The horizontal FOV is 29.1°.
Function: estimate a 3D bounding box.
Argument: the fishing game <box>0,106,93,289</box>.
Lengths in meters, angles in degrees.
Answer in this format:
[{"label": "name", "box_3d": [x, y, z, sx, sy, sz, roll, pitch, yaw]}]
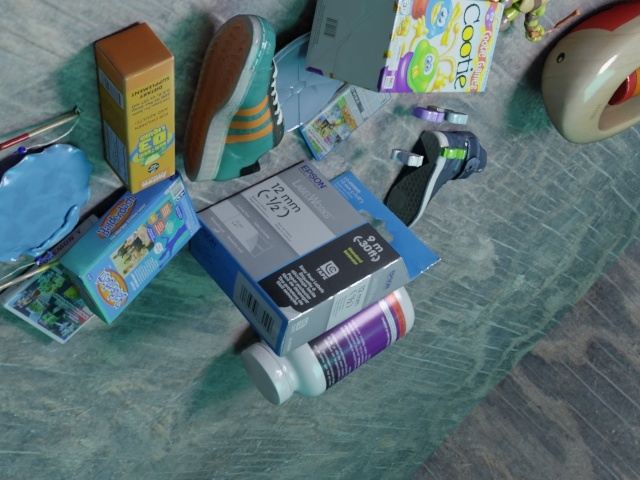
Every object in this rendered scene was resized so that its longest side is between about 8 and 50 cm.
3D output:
[{"label": "fishing game", "box_3d": [-0.376, -0.053, 1.622, 0.189, 0.041, 0.264, -32, 148, -41]}]

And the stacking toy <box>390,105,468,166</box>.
[{"label": "stacking toy", "box_3d": [0.213, -0.218, 2.147, 0.221, 0.052, 0.167, -7, 115, -52]}]

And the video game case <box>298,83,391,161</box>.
[{"label": "video game case", "box_3d": [0.041, -0.210, 2.016, 0.166, 0.015, 0.119, -42, 156, -4]}]

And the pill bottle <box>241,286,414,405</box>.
[{"label": "pill bottle", "box_3d": [0.012, 0.178, 2.385, 0.323, 0.181, 0.181, -33, 153, -22]}]

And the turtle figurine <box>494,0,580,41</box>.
[{"label": "turtle figurine", "box_3d": [0.346, -0.415, 2.062, 0.217, 0.087, 0.269, -26, 160, -17]}]

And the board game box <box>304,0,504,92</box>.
[{"label": "board game box", "box_3d": [0.127, -0.300, 1.804, 0.275, 0.142, 0.144, -10, 116, -51]}]

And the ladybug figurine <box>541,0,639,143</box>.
[{"label": "ladybug figurine", "box_3d": [0.594, -0.350, 2.439, 0.449, 0.162, 0.305, -21, 147, -38]}]

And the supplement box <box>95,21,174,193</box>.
[{"label": "supplement box", "box_3d": [-0.236, -0.167, 1.601, 0.078, 0.080, 0.233, -29, 154, -23]}]

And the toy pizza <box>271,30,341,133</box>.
[{"label": "toy pizza", "box_3d": [-0.040, -0.237, 1.834, 0.201, 0.032, 0.201, -34, 155, -19]}]

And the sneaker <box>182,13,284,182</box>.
[{"label": "sneaker", "box_3d": [-0.100, -0.195, 1.697, 0.121, 0.108, 0.302, -4, 147, -25]}]

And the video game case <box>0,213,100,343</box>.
[{"label": "video game case", "box_3d": [-0.363, 0.061, 1.837, 0.183, 0.023, 0.201, -42, 156, -4]}]

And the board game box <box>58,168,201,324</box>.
[{"label": "board game box", "box_3d": [-0.273, 0.004, 1.800, 0.210, 0.047, 0.160, -48, 156, -19]}]

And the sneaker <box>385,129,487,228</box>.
[{"label": "sneaker", "box_3d": [0.226, -0.114, 2.355, 0.163, 0.086, 0.226, -11, 139, -45]}]

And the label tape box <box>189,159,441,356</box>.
[{"label": "label tape box", "box_3d": [0.000, 0.000, 2.006, 0.347, 0.249, 0.115, -29, 152, -27]}]
